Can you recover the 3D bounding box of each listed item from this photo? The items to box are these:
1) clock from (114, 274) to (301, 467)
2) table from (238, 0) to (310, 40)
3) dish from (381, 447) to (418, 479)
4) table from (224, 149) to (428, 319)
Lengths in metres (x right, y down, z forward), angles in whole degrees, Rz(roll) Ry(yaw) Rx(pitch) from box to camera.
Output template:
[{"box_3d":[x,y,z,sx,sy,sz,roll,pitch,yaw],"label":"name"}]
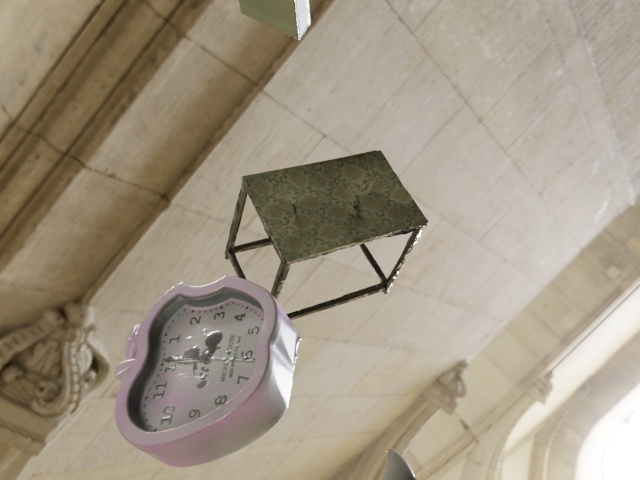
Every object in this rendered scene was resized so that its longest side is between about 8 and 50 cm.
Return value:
[{"box_3d":[-0.203,0.220,1.166,0.338,0.338,0.102,54,177,47],"label":"clock"},{"box_3d":[-0.066,-0.452,1.065,0.121,0.111,0.240,28,166,10],"label":"table"},{"box_3d":[0.130,0.525,1.275,0.077,0.212,0.151,17,149,22],"label":"dish"},{"box_3d":[0.000,0.000,1.435,0.335,0.272,0.222,-14,-122,-27],"label":"table"}]
